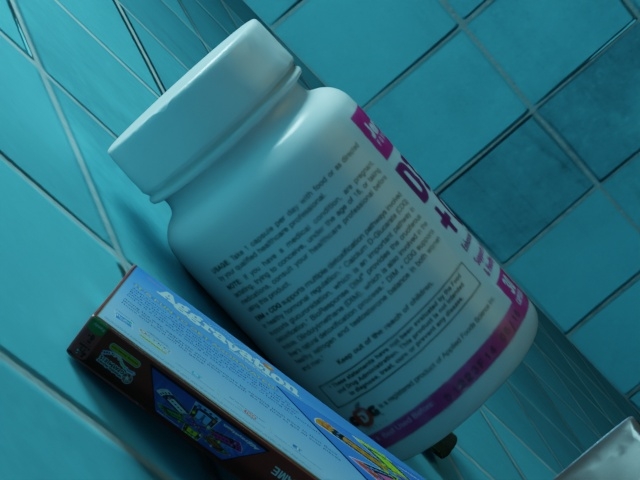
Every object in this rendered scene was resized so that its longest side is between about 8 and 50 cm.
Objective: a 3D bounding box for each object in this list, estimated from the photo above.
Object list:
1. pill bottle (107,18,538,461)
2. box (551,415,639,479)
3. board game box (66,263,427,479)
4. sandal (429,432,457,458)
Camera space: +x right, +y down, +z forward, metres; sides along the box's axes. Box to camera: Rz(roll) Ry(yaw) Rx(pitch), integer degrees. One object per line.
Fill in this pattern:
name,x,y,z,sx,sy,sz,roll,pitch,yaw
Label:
pill bottle,0.000,0.000,1.219,0.283,0.160,0.160,48,8,-9
box,0.370,0.361,1.660,0.191,0.143,0.381,40,10,-45
board game box,-0.001,0.117,0.948,0.281,0.027,0.145,37,10,-3
sandal,0.065,0.089,1.527,0.090,0.060,0.219,42,11,-44
